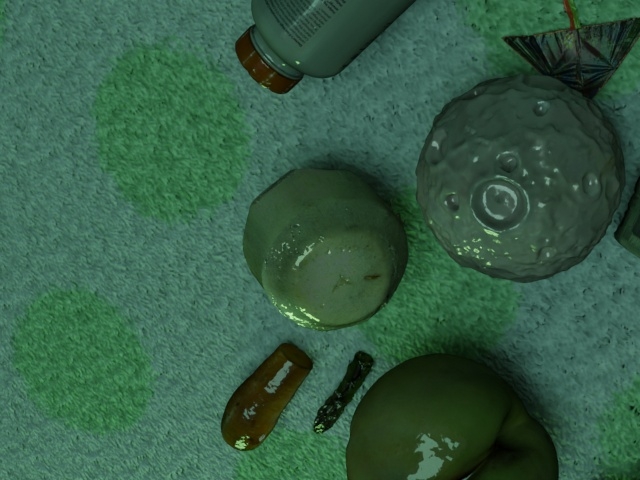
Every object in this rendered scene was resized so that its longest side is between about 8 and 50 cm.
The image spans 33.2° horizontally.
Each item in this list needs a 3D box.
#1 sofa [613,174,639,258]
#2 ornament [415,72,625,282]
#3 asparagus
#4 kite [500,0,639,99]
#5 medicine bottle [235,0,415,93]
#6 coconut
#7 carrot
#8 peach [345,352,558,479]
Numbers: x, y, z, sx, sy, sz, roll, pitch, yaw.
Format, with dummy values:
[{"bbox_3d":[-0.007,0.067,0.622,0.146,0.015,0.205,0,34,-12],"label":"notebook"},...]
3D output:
[{"bbox_3d":[0.508,-0.041,1.311,0.225,0.176,0.210,37,122,40],"label":"sofa"},{"bbox_3d":[0.244,-0.076,1.324,0.259,0.225,0.259,8,112,20],"label":"ornament"},{"bbox_3d":[0.030,0.237,1.632,0.036,0.030,0.165,26,116,-14],"label":"asparagus"},{"bbox_3d":[0.323,-0.246,1.353,0.190,0.010,0.159,-4,105,22],"label":"kite"},{"bbox_3d":[0.017,-0.314,1.372,0.289,0.157,0.157,-40,90,28],"label":"medicine bottle"},{"bbox_3d":[0.000,0.000,1.465,0.224,0.234,0.224,-5,122,-9],"label":"coconut"},{"bbox_3d":[-0.089,0.242,1.654,0.087,0.087,0.193,35,118,8],"label":"carrot"},{"bbox_3d":[0.173,0.300,1.482,0.292,0.247,0.292,19,142,15],"label":"peach"}]
